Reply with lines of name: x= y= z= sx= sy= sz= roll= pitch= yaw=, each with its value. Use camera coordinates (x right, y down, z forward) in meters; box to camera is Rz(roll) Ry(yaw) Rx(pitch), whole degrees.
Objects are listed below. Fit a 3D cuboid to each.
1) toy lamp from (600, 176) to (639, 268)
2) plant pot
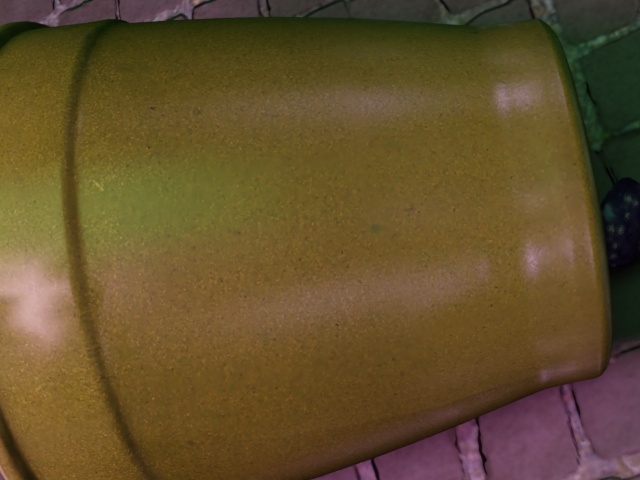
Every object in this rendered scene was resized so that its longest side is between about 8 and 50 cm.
toy lamp: x=0.312 y=0.035 z=0.621 sx=0.274 sy=0.080 sz=0.080 roll=26 pitch=81 yaw=31
plant pot: x=0.000 y=0.000 z=0.654 sx=0.353 sy=0.366 sz=0.367 roll=-10 pitch=64 yaw=10
